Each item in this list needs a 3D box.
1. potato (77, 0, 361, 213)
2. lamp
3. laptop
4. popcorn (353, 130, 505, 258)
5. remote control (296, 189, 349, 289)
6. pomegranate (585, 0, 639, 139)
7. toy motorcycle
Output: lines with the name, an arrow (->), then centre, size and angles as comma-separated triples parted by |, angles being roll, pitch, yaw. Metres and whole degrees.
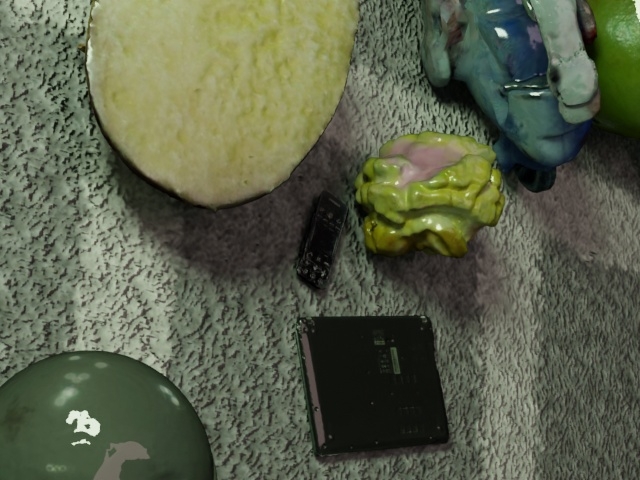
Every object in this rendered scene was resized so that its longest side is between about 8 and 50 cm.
potato -> -0.104, -0.166, 1.315 | 0.239, 0.116, 0.299 | 32, 67, -26
lamp -> -0.141, 0.220, 1.122 | 0.182, 0.182, 0.314 | -58, 134, -39
laptop -> 0.051, 0.134, 1.433 | 0.180, 0.016, 0.129 | 1, 75, -43
popcorn -> 0.107, -0.042, 1.469 | 0.145, 0.126, 0.126 | -8, 103, -31
remote control -> 0.000, 0.000, 1.429 | 0.039, 0.014, 0.096 | 36, 55, -31
pomegranate -> 0.399, -0.214, 1.742 | 0.340, 0.260, 0.260 | 52, 47, -23
toy motorcycle -> 0.187, -0.205, 1.559 | 0.241, 0.182, 0.319 | -15, 86, -73
